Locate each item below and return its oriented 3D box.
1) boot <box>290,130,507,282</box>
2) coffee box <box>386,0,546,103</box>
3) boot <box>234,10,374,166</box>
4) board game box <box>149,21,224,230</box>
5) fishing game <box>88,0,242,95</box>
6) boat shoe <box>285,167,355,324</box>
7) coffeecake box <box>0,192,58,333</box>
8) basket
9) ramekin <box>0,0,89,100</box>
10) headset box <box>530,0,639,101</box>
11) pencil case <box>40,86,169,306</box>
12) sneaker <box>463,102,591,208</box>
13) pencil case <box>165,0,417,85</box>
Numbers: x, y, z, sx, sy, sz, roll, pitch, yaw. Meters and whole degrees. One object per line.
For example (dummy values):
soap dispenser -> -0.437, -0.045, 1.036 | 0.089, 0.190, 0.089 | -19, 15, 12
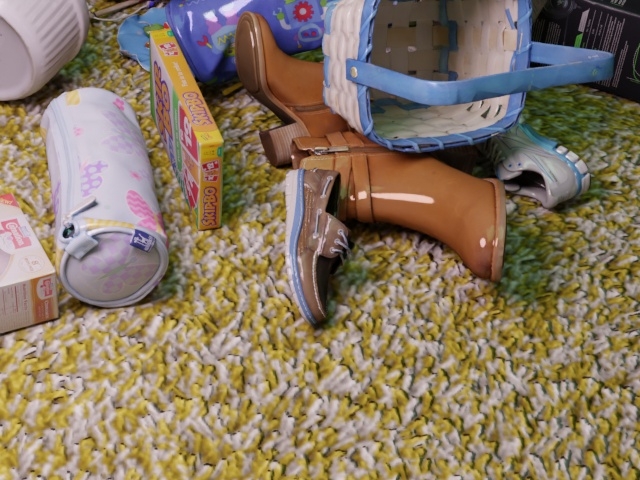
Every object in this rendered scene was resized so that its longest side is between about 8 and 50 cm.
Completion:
boot -> 0.084, -0.047, 1.443 | 0.220, 0.109, 0.283 | -1, 40, -10
coffee box -> 0.200, -0.338, 1.669 | 0.168, 0.119, 0.297 | 30, 89, 26
boot -> -0.015, -0.200, 1.560 | 0.152, 0.197, 0.073 | -22, 22, -21
board game box -> -0.162, -0.141, 1.508 | 0.039, 0.124, 0.259 | -8, 42, -15
fishing game -> -0.185, -0.277, 1.735 | 0.264, 0.041, 0.189 | 34, 44, 29
boat shoe -> 0.000, 0.000, 1.367 | 0.066, 0.066, 0.183 | -10, 65, 12
coffeecake box -> -0.380, 0.036, 1.311 | 0.185, 0.068, 0.142 | -15, 44, -25
basket -> 0.141, -0.197, 1.423 | 0.255, 0.201, 0.289 | -11, 24, -32
ramekin -> -0.400, -0.268, 1.572 | 0.207, 0.207, 0.109 | 16, 50, 11
headset box -> 0.408, -0.330, 1.810 | 0.283, 0.131, 0.246 | 21, 41, 17
pencil case -> -0.241, -0.052, 1.397 | 0.124, 0.113, 0.273 | 25, 29, -31
sneaker -> 0.232, -0.103, 1.566 | 0.191, 0.071, 0.083 | 35, 53, 30
pencil case -> -0.036, -0.287, 1.603 | 0.306, 0.133, 0.119 | -18, 27, 6
